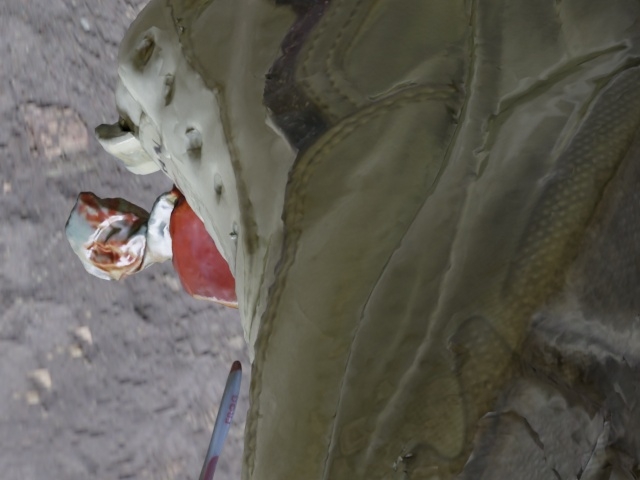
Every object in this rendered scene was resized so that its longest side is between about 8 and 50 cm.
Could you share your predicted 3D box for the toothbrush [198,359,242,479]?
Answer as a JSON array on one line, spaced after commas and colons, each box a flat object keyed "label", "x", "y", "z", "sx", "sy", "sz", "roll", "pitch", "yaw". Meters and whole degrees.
[{"label": "toothbrush", "x": -0.079, "y": 0.177, "z": 1.151, "sx": 0.013, "sy": 0.019, "sz": 0.193, "roll": 20, "pitch": 81, "yaw": -48}]

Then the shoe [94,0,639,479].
[{"label": "shoe", "x": 0.020, "y": -0.015, "z": 0.469, "sx": 0.132, "sy": 0.211, "sz": 0.342, "roll": 51, "pitch": 49, "yaw": -41}]

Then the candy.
[{"label": "candy", "x": 0.000, "y": -0.001, "z": 0.887, "sx": 0.292, "sy": 0.059, "sz": 0.086, "roll": 4, "pitch": 119, "yaw": 14}]
